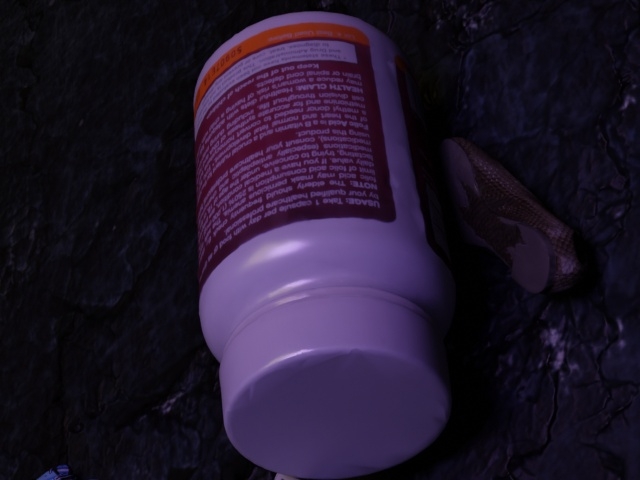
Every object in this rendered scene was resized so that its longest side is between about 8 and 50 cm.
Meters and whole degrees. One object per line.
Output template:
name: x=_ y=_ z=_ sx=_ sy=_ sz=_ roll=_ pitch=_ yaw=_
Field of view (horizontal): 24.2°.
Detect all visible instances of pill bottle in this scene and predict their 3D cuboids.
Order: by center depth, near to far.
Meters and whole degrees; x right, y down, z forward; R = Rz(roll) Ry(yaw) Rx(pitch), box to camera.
pill bottle: x=0.000 y=0.000 z=1.341 sx=0.224 sy=0.224 sz=0.392 roll=-37 pitch=39 yaw=30

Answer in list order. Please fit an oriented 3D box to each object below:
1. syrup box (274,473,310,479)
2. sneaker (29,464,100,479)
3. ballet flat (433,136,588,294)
syrup box: x=0.042 y=0.278 z=1.228 sx=0.237 sy=0.096 sz=0.093 roll=19 pitch=83 yaw=55
sneaker: x=-0.292 y=0.279 z=1.664 sx=0.162 sy=0.063 sz=0.073 roll=-19 pitch=51 yaw=43
ballet flat: x=0.166 y=-0.024 z=1.316 sx=0.250 sy=0.058 sz=0.084 roll=-131 pitch=41 yaw=-58
